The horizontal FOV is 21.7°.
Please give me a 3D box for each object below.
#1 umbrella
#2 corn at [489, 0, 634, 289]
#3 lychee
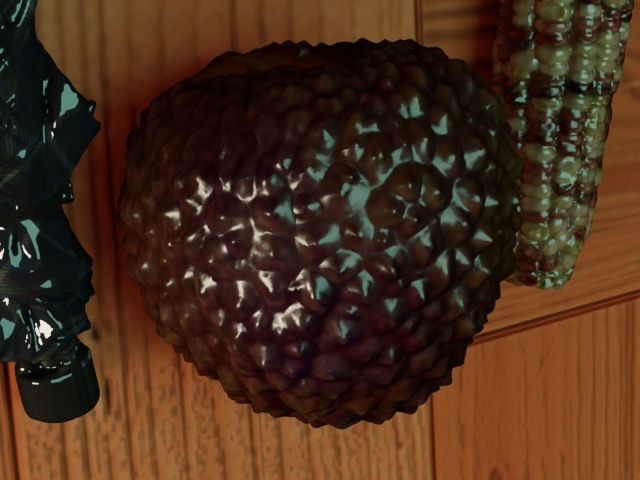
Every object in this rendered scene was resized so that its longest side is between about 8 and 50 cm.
[{"bbox_3d":[-0.131,-0.026,0.729,0.071,0.080,0.224,-53,137,-59],"label":"umbrella"},{"bbox_3d":[0.127,-0.093,0.896,0.079,0.079,0.237,-2,105,-36],"label":"corn"},{"bbox_3d":[0.000,0.000,0.753,0.188,0.188,0.188,-8,105,-35],"label":"lychee"}]
